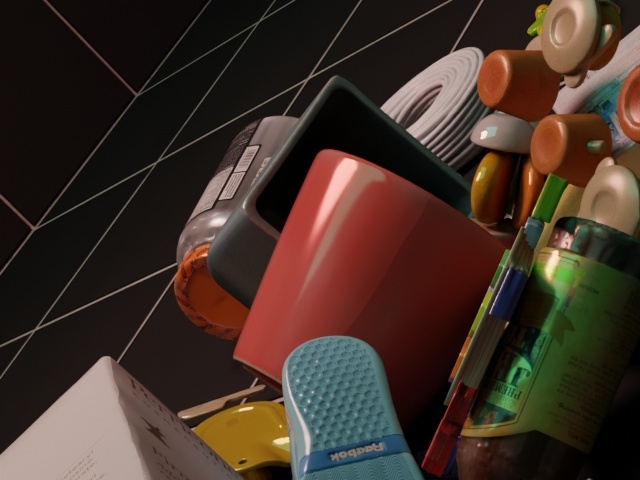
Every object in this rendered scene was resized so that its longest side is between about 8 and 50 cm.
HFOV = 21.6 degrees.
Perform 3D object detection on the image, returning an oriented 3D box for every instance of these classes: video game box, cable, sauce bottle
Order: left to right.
[{"bbox_3d":[0.150,-0.160,2.333,0.257,0.089,0.257,-30,23,36],"label":"cable"},{"bbox_3d":[0.186,0.151,1.440,0.344,0.111,0.111,-66,22,-7],"label":"sauce bottle"},{"bbox_3d":[0.345,-0.158,1.708,0.205,0.048,0.187,-40,25,12],"label":"video game box"}]

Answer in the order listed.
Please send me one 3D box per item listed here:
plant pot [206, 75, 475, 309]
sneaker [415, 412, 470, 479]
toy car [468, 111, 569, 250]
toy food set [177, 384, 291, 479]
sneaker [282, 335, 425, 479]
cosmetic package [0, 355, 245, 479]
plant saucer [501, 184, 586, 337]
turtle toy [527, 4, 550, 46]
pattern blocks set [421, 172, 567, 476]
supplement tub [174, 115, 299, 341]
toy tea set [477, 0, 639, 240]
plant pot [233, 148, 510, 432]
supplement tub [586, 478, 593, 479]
[{"bbox_3d":[0.000,0.000,2.081,0.252,0.247,0.248,-37,16,54],"label":"plant pot"},{"bbox_3d":[0.162,0.185,1.584,0.170,0.071,0.068,-38,19,16],"label":"sneaker"},{"bbox_3d":[0.237,-0.062,1.878,0.136,0.159,0.182,12,15,18],"label":"toy car"},{"bbox_3d":[-0.088,0.251,1.986,0.128,0.071,0.218,-21,19,-7],"label":"toy food set"},{"bbox_3d":[0.037,0.265,1.569,0.127,0.208,0.319,-6,42,0],"label":"sneaker"},{"bbox_3d":[-0.173,0.368,1.473,0.327,0.329,0.393,-45,19,0],"label":"cosmetic package"},{"bbox_3d":[0.353,-0.024,1.629,0.333,0.081,0.333,-14,35,56],"label":"plant saucer"},{"bbox_3d":[0.327,-0.286,2.278,0.130,0.066,0.095,-37,20,20],"label":"turtle toy"},{"bbox_3d":[0.150,0.072,1.481,0.325,0.026,0.285,15,-81,-84],"label":"pattern blocks set"},{"bbox_3d":[-0.082,-0.016,2.339,0.193,0.193,0.316,-30,24,36],"label":"supplement tub"},{"bbox_3d":[0.287,-0.128,1.615,0.336,0.124,0.200,58,132,48],"label":"toy tea set"},{"bbox_3d":[0.049,0.074,1.796,0.243,0.275,0.275,-57,20,-8],"label":"plant pot"},{"bbox_3d":[0.164,0.287,1.241,0.200,0.144,0.144,-41,18,6],"label":"supplement tub"}]
